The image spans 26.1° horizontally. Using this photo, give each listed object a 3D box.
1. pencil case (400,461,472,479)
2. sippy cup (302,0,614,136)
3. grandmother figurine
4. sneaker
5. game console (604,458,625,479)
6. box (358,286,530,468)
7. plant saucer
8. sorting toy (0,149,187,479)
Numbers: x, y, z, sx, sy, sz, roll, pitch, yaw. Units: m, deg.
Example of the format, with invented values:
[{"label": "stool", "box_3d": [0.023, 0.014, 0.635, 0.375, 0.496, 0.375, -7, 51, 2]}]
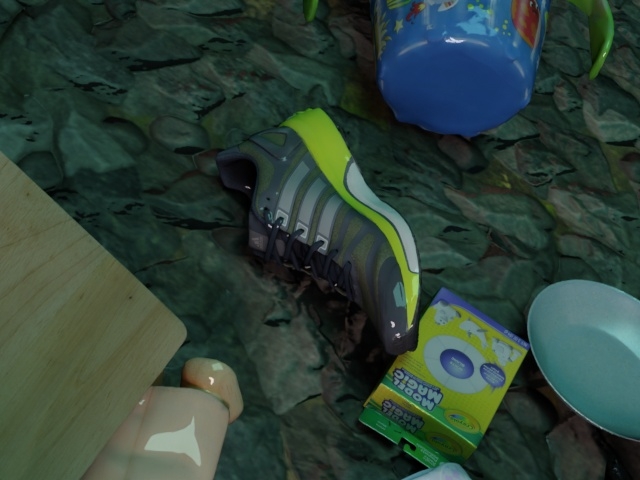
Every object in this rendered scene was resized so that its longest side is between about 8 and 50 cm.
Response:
[{"label": "pencil case", "box_3d": [0.124, 0.302, 1.043, 0.124, 0.113, 0.273, -21, 62, -30]}, {"label": "sippy cup", "box_3d": [0.151, -0.245, 1.510, 0.240, 0.306, 0.224, 53, 35, -46]}, {"label": "grandmother figurine", "box_3d": [-0.144, 0.231, 0.981, 0.208, 0.104, 0.342, 5, 44, 13]}, {"label": "sneaker", "box_3d": [0.000, 0.000, 1.270, 0.121, 0.111, 0.300, -19, 46, -17]}, {"label": "game console", "box_3d": [0.298, 0.261, 1.211, 0.071, 0.107, 0.122, -11, 51, -1]}, {"label": "box", "box_3d": [0.113, 0.129, 1.252, 0.105, 0.043, 0.179, 33, 44, 4]}, {"label": "plant saucer", "box_3d": [0.281, 0.124, 1.353, 0.195, 0.037, 0.195, 16, 44, -16]}, {"label": "sorting toy", "box_3d": [-0.266, 0.076, 0.953, 0.255, 0.089, 0.257, 45, 50, -10]}]
